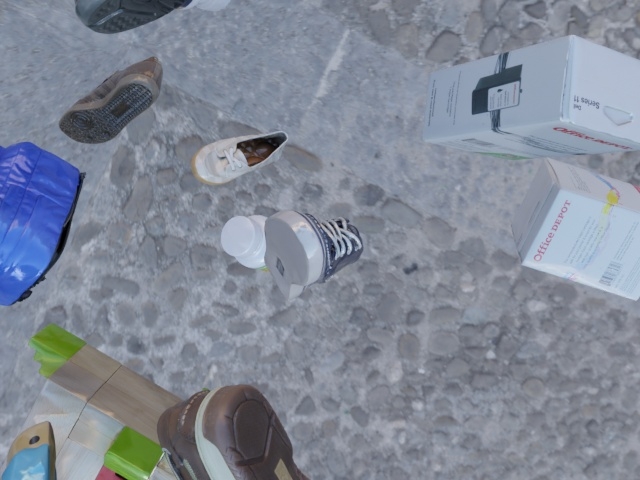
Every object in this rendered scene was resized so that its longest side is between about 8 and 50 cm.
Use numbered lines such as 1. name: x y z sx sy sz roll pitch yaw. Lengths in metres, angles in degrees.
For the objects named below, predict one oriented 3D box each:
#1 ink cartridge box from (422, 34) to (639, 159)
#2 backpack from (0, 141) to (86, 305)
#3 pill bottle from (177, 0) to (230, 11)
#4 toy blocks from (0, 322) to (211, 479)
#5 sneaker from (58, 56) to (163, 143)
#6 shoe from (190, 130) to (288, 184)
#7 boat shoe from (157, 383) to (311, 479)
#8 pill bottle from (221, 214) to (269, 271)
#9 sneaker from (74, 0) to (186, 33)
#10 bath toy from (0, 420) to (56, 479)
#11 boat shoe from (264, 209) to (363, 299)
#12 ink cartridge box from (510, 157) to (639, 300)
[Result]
1. ink cartridge box: 0.237 -0.145 0.736 0.153 0.208 0.086 7 89 -31
2. backpack: -0.264 -0.012 0.551 0.101 0.120 0.098 26 130 -33
3. pill bottle: -0.287 -0.500 1.202 0.265 0.153 0.153 -1 108 -44
4. toy blocks: -0.219 0.310 0.777 0.381 0.191 0.261 31 105 -2
5. sneaker: -0.287 -0.194 0.944 0.188 0.071 0.066 -17 133 31
6. shoe: -0.140 -0.156 1.202 0.219 0.058 0.076 -28 90 -48
7. boat shoe: -0.050 0.231 0.548 0.095 0.095 0.257 -15 104 28
8. pill bottle: -0.143 0.011 1.742 0.136 0.136 0.246 -59 149 6
9. sneaker: -0.141 -0.288 0.584 0.227 0.087 0.130 -41 80 13
10. bath toy: -0.345 0.168 0.396 0.348 0.129 0.151 3 71 -17
11. boat shoe: 0.000 0.000 1.123 0.158 0.340 0.127 -29 84 -14
12. ink cartridge box: 0.382 -0.020 0.962 0.176 0.127 0.128 18 119 -3
